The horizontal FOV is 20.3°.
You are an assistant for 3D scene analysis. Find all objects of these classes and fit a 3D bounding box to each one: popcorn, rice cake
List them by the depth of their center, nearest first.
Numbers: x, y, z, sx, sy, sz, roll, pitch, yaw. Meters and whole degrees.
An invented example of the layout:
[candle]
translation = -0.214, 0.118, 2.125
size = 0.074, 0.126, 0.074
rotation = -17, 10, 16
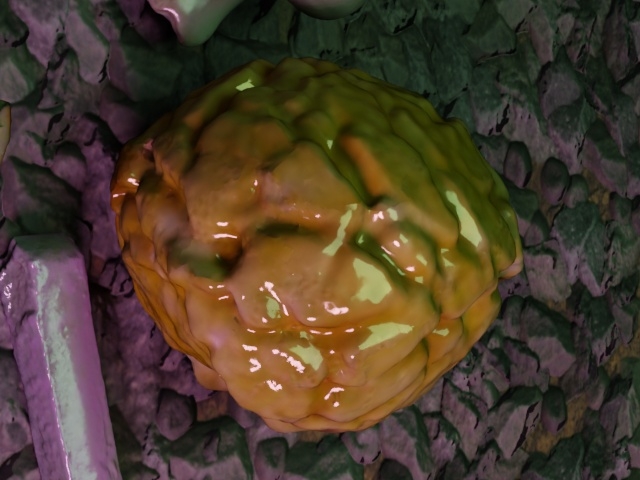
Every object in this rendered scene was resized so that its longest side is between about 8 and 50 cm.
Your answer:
[rice cake]
translation = -0.220, 0.171, 1.591
size = 0.072, 0.056, 0.365
rotation = -17, 101, -44
[popcorn]
translation = 0.002, -0.005, 1.623
size = 0.354, 0.390, 0.344
rotation = -24, 91, -12

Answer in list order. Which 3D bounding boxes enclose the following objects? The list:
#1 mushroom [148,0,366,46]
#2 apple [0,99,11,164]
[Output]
[mushroom]
translation = -0.069, -0.284, 1.684
size = 0.243, 0.243, 0.244
rotation = 2, 87, -47
[apple]
translation = -0.387, -0.020, 1.323
size = 0.346, 0.179, 0.254
rotation = -45, 113, -50
